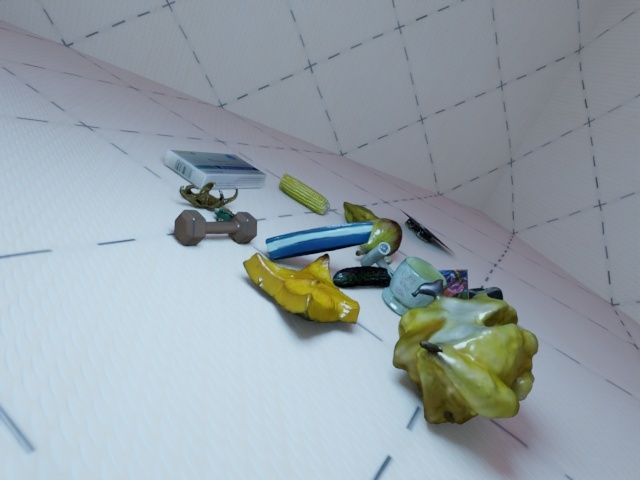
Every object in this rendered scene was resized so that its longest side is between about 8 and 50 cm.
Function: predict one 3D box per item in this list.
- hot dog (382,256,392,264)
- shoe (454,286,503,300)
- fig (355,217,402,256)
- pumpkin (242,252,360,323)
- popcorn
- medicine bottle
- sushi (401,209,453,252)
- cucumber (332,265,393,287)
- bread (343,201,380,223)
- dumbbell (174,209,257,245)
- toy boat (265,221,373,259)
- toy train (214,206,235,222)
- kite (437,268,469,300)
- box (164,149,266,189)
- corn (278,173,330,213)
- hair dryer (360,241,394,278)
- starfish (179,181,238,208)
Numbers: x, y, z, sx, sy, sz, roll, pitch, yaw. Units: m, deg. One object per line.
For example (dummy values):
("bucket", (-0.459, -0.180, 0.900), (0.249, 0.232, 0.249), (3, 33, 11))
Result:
("hot dog", (0.222, 0.074, 1.408), (0.044, 0.028, 0.137), (23, -5, 4))
("shoe", (0.514, 0.209, 1.402), (0.227, 0.099, 0.112), (-4, -2, -18))
("fig", (0.188, -0.009, 1.470), (0.231, 0.160, 0.143), (2, 75, -42))
("pumpkin", (-0.019, 0.115, 1.000), (0.290, 0.095, 0.258), (7, 22, -47))
("popcorn", (0.291, 0.247, 0.862), (0.297, 0.281, 0.316), (-4, 28, 44))
("medicine bottle", (0.274, 0.141, 1.201), (0.147, 0.143, 0.147), (23, 25, -12))
("sushi", (0.509, -0.034, 2.034), (0.264, 0.050, 0.290), (32, 14, -25))
("cucumber", (0.129, 0.108, 1.226), (0.245, 0.067, 0.067), (6, 28, -45))
("bread", (0.187, -0.067, 1.697), (0.161, 0.088, 0.233), (5, 31, -33))
("dumbbell", (-0.272, -0.034, 1.088), (0.092, 0.082, 0.231), (40, 25, 32))
("toy boat", (0.000, 0.000, 1.121), (0.299, 0.061, 0.096), (-11, -11, 8))
("toy train", (-0.267, -0.066, 1.234), (0.103, 0.044, 0.064), (25, 10, 0))
("kite", (0.414, 0.152, 1.364), (0.234, 0.016, 0.321), (-23, 34, -22))
("box", (-0.386, -0.267, 1.546), (0.200, 0.065, 0.343), (33, 22, 21))
("corn", (-0.071, -0.193, 1.709), (0.248, 0.081, 0.081), (34, 22, 18))
("hair dryer", (0.229, 0.095, 1.318), (0.183, 0.155, 0.044), (40, 65, 2))
("starfish", (-0.346, -0.137, 1.249), (0.146, 0.074, 0.190), (21, 16, 20))
